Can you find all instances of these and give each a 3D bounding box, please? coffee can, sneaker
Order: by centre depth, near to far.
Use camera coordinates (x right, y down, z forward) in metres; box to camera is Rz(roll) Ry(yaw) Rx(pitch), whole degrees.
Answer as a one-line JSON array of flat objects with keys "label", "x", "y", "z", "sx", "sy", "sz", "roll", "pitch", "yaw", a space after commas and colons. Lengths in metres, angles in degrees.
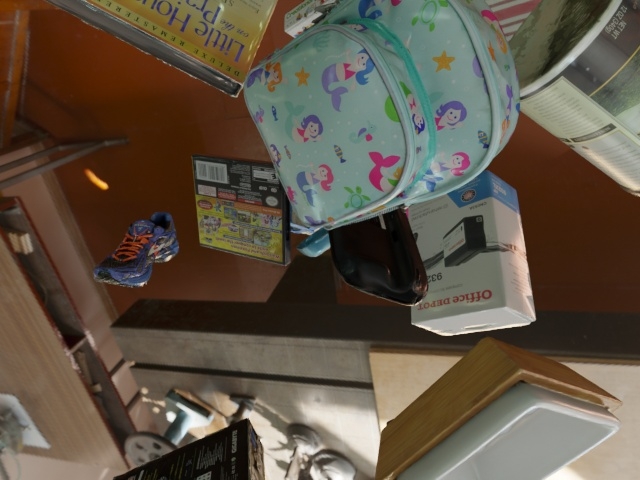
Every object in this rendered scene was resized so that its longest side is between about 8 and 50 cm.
[{"label": "coffee can", "x": 0.415, "y": -0.213, "z": 0.581, "sx": 0.275, "sy": 0.201, "sz": 0.201, "roll": 29, "pitch": 124, "yaw": -13}, {"label": "sneaker", "x": -0.314, "y": 0.010, "z": 0.721, "sx": 0.083, "sy": 0.221, "sz": 0.087, "roll": 8, "pitch": 111, "yaw": 0}]

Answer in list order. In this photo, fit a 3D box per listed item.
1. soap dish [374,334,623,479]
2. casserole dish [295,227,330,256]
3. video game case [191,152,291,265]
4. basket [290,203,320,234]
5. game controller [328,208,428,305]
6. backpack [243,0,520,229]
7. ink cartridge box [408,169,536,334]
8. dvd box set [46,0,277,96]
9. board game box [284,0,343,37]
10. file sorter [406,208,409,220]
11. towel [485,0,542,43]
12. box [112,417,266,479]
[{"label": "soap dish", "x": 0.242, "y": 0.274, "z": 0.610, "sx": 0.229, "sy": 0.118, "sz": 0.291, "roll": 22, "pitch": 120, "yaw": -26}, {"label": "casserole dish", "x": 0.000, "y": 0.000, "z": 1.036, "sx": 0.114, "sy": 0.188, "sz": 0.037, "roll": -36, "pitch": 96, "yaw": -9}, {"label": "video game case", "x": -0.198, "y": -0.081, "z": 1.054, "sx": 0.275, "sy": 0.035, "sz": 0.248, "roll": 12, "pitch": 114, "yaw": 24}, {"label": "basket", "x": -0.044, "y": -0.147, "z": 1.479, "sx": 0.201, "sy": 0.255, "sz": 0.289, "roll": -15, "pitch": 156, "yaw": 39}, {"label": "game controller", "x": 0.084, "y": -0.032, "z": 0.723, "sx": 0.166, "sy": 0.319, "sz": 0.067, "roll": 13, "pitch": 131, "yaw": -18}, {"label": "backpack", "x": 0.062, "y": -0.137, "z": 0.442, "sx": 0.253, "sy": 0.191, "sz": 0.225, "roll": -15, "pitch": 103, "yaw": 37}, {"label": "ink cartridge box", "x": 0.321, "y": 0.036, "z": 0.938, "sx": 0.129, "sy": 0.307, "sz": 0.223, "roll": 23, "pitch": 149, "yaw": -35}, {"label": "dvd box set", "x": -0.180, "y": -0.465, "z": 0.605, "sx": 0.307, "sy": 0.420, "sz": 0.062, "roll": 22, "pitch": 170, "yaw": -19}, {"label": "board game box", "x": 0.089, "y": -0.501, "z": 1.029, "sx": 0.193, "sy": 0.305, "sz": 0.053, "roll": -9, "pitch": 77, "yaw": 42}, {"label": "file sorter", "x": 0.300, "y": -0.056, "z": 1.367, "sx": 0.202, "sy": 0.182, "sz": 0.291, "roll": -16, "pitch": 117, "yaw": 38}, {"label": "towel", "x": 0.323, "y": -0.360, "z": 0.722, "sx": 0.144, "sy": 0.029, "sz": 0.197, "roll": -2, "pitch": 101, "yaw": 31}, {"label": "box", "x": -0.204, "y": 0.424, "z": 0.596, "sx": 0.257, "sy": 0.322, "sz": 0.079, "roll": -24, "pitch": 105, "yaw": -5}]
